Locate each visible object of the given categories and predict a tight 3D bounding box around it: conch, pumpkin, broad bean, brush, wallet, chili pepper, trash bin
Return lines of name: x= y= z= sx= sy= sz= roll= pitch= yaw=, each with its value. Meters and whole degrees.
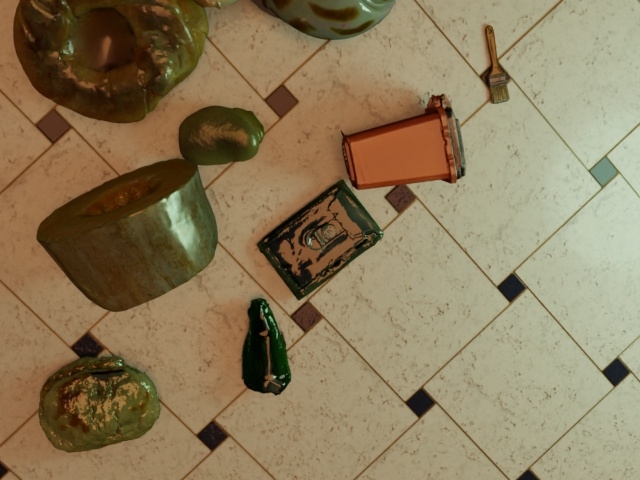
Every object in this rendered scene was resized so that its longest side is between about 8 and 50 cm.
conch: x=0.041 y=-0.523 z=1.775 sx=0.368 sy=0.197 sz=0.249 roll=-27 pitch=125 yaw=7
pumpkin: x=-0.363 y=-0.003 z=1.757 sx=0.332 sy=0.332 sz=0.199 roll=-21 pitch=113 yaw=-5
broad bean: x=-0.204 y=-0.215 z=1.854 sx=0.175 sy=0.082 sz=0.124 roll=1 pitch=100 yaw=-10
brush: x=0.378 y=-0.382 z=1.953 sx=0.043 sy=0.014 sz=0.169 roll=-12 pitch=98 yaw=-5
wallet: x=0.000 y=0.000 z=1.932 sx=0.236 sy=0.055 sz=0.160 roll=-37 pitch=95 yaw=-1
chili pepper: x=-0.126 y=0.230 z=1.939 sx=0.108 sy=0.062 sz=0.216 roll=-9 pitch=97 yaw=-7
trash bin: x=0.169 y=-0.198 z=1.876 sx=0.239 sy=0.161 sz=0.184 roll=-10 pitch=99 yaw=-3

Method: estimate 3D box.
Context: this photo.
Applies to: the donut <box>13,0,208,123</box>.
donut: x=-0.398 y=-0.400 z=1.731 sx=0.361 sy=0.170 sz=0.360 roll=-1 pitch=120 yaw=-2

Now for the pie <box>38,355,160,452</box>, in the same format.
pie: x=-0.467 y=0.343 z=1.889 sx=0.248 sy=0.090 sz=0.200 roll=-13 pitch=97 yaw=-10

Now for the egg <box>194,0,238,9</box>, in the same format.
egg: x=-0.185 y=-0.553 z=1.660 sx=0.201 sy=0.201 sz=0.244 roll=-19 pitch=96 yaw=-5
